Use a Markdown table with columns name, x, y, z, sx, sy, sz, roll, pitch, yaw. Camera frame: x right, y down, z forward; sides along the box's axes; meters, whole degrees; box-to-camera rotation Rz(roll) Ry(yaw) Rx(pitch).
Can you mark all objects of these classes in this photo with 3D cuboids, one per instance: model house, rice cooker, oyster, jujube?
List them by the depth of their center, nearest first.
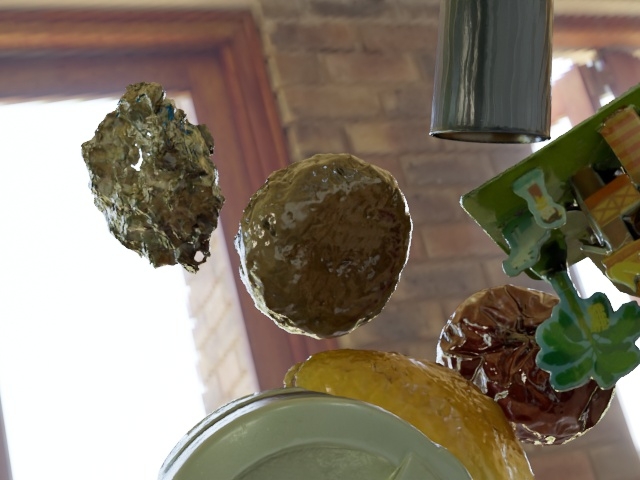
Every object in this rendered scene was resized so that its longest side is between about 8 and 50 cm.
| name | x | y | z | sx | sy | sz | roll | pitch | yaw |
| --- | --- | --- | --- | --- | --- | --- | --- | --- | --- |
| rice cooker | -0.017 | 0.259 | 1.076 | 0.288 | 0.288 | 0.277 | -12 | -3 | -7 |
| model house | 0.378 | 0.020 | 1.545 | 0.358 | 0.313 | 0.242 | -31 | -46 | 15 |
| oyster | -0.209 | -0.081 | 1.667 | 0.092 | 0.198 | 0.259 | -39 | -32 | -62 |
| jujube | 0.287 | 0.180 | 1.833 | 0.213 | 0.232 | 0.213 | -33 | -42 | -36 |

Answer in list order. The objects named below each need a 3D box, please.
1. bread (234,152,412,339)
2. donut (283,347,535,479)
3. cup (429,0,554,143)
| name | x | y | z | sx | sy | sz | roll | pitch | yaw |
| --- | --- | --- | --- | --- | --- | --- | --- | --- | --- |
| bread | 0.000 | 0.000 | 1.558 | 0.230 | 0.123 | 0.230 | -14 | -65 | -32 |
| donut | 0.058 | 0.332 | 1.427 | 0.435 | 0.378 | 0.163 | -60 | -28 | -7 |
| cup | 0.161 | -0.166 | 1.260 | 0.113 | 0.138 | 0.150 | 3 | -1 | -11 |
